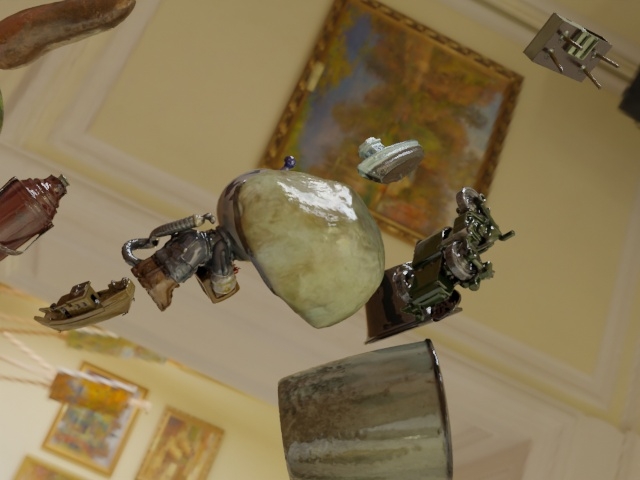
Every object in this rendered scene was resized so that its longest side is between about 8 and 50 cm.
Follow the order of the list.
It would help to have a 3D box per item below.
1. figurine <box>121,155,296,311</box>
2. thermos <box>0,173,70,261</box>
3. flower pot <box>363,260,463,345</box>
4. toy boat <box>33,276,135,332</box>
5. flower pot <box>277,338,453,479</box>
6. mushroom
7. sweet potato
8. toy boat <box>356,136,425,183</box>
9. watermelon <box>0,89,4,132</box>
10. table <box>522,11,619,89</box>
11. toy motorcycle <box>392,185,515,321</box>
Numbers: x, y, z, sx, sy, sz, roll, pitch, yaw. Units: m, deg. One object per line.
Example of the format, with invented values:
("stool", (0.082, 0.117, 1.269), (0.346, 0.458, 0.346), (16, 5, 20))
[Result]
("figurine", (-0.172, 0.000, 1.823), (0.382, 0.186, 0.261), (-37, -136, -8))
("thermos", (-0.491, -0.028, 1.460), (0.232, 0.099, 0.124), (-40, -162, -16))
("flower pot", (0.182, 0.132, 2.101), (0.235, 0.235, 0.148), (135, -65, -70))
("toy boat", (-0.418, 0.111, 1.662), (0.206, 0.072, 0.064), (-17, -146, 21))
("flower pot", (0.088, 0.365, 1.901), (0.293, 0.330, 0.293), (172, -90, -88))
("mushroom", (-0.003, -0.001, 1.429), (0.164, 0.267, 0.189), (-26, -175, 16))
("sweet potato", (-0.467, -0.387, 1.678), (0.292, 0.097, 0.097), (-22, -169, 2))
("toy boat", (0.090, -0.116, 1.306), (0.140, 0.066, 0.059), (-27, 154, -51))
("watermelon", (-0.847, -0.280, 1.984), (0.363, 0.363, 0.363), (-63, -173, 14))
("table", (0.628, -0.450, 2.296), (0.121, 0.240, 0.111), (-53, -128, 26))
("toy motorcycle", (0.253, 0.033, 1.831), (0.205, 0.127, 0.275), (-34, -158, 37))
